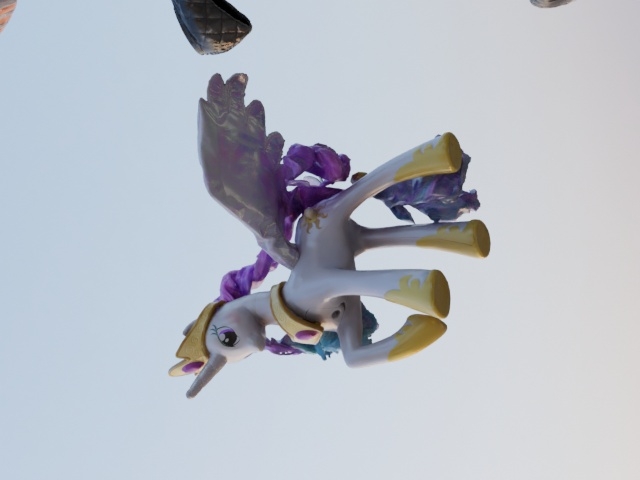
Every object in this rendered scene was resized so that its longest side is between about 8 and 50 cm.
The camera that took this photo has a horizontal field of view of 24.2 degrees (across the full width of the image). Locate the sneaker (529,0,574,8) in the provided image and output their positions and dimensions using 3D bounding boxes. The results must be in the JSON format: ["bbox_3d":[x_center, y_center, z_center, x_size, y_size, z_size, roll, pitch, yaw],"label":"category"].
[{"bbox_3d":[0.193,-0.353,0.906,0.257,0.169,0.447,63,152,11],"label":"sneaker"}]

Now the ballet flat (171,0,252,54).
[{"bbox_3d":[-0.109,-0.223,1.140,0.173,0.049,0.057,61,-165,-14],"label":"ballet flat"}]

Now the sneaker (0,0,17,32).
[{"bbox_3d":[-0.541,-0.304,1.907,0.180,0.124,0.321,38,-156,5],"label":"sneaker"}]

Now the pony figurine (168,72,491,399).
[{"bbox_3d":[0.000,0.000,1.660,0.303,0.363,0.351,45,-138,-42],"label":"pony figurine"}]
